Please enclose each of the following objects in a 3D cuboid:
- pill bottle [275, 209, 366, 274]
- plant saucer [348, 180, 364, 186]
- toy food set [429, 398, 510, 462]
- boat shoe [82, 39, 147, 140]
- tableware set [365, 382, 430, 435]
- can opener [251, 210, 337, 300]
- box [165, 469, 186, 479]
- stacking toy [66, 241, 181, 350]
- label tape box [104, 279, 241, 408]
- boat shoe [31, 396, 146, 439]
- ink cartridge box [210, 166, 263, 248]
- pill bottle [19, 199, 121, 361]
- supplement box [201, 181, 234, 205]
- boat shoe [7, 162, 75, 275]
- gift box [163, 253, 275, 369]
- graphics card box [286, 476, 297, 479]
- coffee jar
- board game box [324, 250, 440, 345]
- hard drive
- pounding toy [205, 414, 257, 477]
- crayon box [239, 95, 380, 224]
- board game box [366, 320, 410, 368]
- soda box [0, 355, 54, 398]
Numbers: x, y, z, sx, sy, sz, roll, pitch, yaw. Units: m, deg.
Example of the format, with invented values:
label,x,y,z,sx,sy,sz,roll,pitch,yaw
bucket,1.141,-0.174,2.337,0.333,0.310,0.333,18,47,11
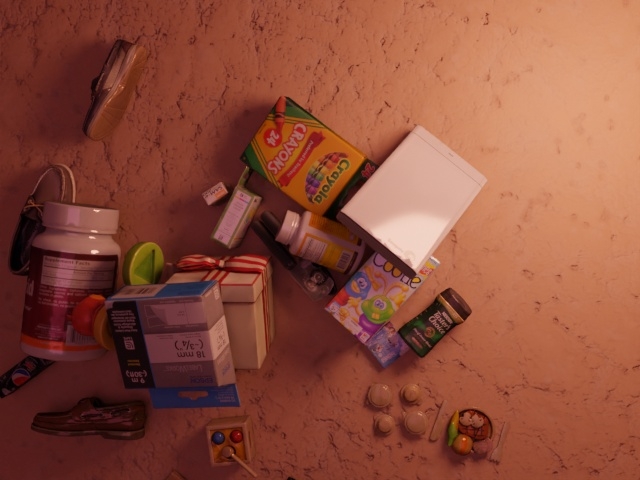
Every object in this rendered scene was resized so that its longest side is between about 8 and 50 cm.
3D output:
label,x,y,z,sx,sy,sz,roll,pitch,yaw
pill bottle,0.000,0.000,1.658,0.215,0.117,0.117,22,94,-8
plant saucer,0.094,-0.182,1.740,0.083,0.015,0.083,0,92,6
toy food set,0.393,0.500,1.714,0.192,0.038,0.132,17,93,6
boat shoe,-0.567,-0.406,1.769,0.092,0.103,0.285,27,91,10
tableware set,0.205,0.446,1.744,0.168,0.020,0.141,-4,89,8
can opener,-0.066,0.043,1.744,0.076,0.095,0.283,-44,74,10
box,-0.376,0.761,1.818,0.201,0.021,0.164,37,95,4
stacking toy,-0.486,0.148,1.690,0.130,0.309,0.279,10,75,22
label tape box,-0.336,0.269,1.530,0.240,0.106,0.334,-5,106,13
boat shoe,-0.630,0.477,1.803,0.307,0.111,0.104,3,88,-3
ink cartridge box,-0.206,-0.084,1.730,0.062,0.109,0.209,27,94,5
pill bottle,-0.649,0.100,1.728,0.224,0.224,0.392,8,92,6
supplement box,-0.267,-0.122,1.740,0.062,0.098,0.036,-33,88,6
boat shoe,-0.766,-0.057,1.799,0.116,0.097,0.324,21,94,6
gift box,-0.252,0.156,1.677,0.255,0.276,0.258,-2,107,3
graphics card box,-0.062,0.851,1.750,0.233,0.094,0.371,25,93,5
coffee jar,0.297,0.210,1.697,0.184,0.079,0.096,-43,87,5
board game box,0.157,0.110,1.677,0.142,0.144,0.275,42,95,4
hard drive,0.232,-0.104,1.618,0.233,0.047,0.353,40,62,4
pounding toy,-0.230,0.553,1.755,0.130,0.100,0.141,-8,91,7
crayon box,-0.024,-0.201,1.706,0.318,0.081,0.202,37,104,4
board game box,0.176,0.276,1.742,0.090,0.020,0.090,-39,89,6
soda box,-0.827,0.367,1.837,0.169,0.060,0.053,-36,88,6
